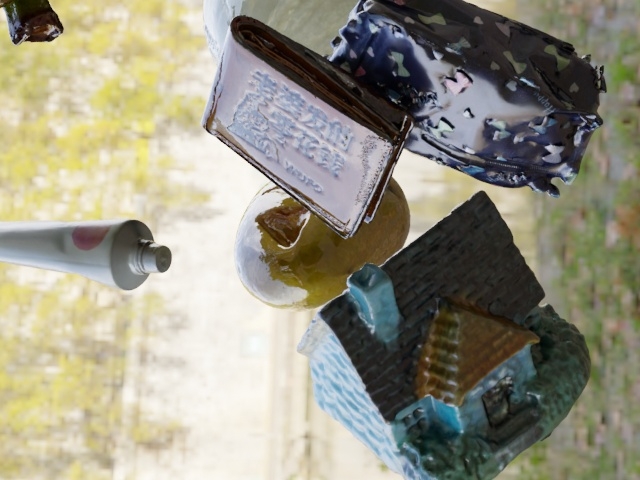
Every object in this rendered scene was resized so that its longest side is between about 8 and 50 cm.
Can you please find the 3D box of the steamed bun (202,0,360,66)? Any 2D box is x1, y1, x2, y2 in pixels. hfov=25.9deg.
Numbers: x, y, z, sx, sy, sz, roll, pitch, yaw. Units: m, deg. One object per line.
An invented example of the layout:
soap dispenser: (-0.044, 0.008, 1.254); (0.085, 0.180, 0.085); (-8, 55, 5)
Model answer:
steamed bun: (-0.018, -0.284, 1.599); (0.272, 0.273, 0.290); (63, 172, -31)

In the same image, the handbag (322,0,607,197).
handbag: (0.129, -0.139, 1.274); (0.162, 0.260, 0.113); (118, 169, -49)

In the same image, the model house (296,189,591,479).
model house: (0.135, 0.082, 1.439); (0.226, 0.261, 0.241); (35, 153, 37)

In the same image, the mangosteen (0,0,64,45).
mangosteen: (-0.311, -0.331, 1.291); (0.233, 0.287, 0.288); (37, -126, -70)

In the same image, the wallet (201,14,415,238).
wallet: (-0.020, -0.103, 1.278); (0.042, 0.195, 0.161); (-49, -10, -37)

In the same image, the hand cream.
hand cream: (-0.307, 0.001, 1.547); (0.124, 0.340, 0.078); (-12, -73, -58)

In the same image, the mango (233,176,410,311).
mango: (0.000, 0.000, 2.023); (0.365, 0.253, 0.182); (-71, -36, -63)
